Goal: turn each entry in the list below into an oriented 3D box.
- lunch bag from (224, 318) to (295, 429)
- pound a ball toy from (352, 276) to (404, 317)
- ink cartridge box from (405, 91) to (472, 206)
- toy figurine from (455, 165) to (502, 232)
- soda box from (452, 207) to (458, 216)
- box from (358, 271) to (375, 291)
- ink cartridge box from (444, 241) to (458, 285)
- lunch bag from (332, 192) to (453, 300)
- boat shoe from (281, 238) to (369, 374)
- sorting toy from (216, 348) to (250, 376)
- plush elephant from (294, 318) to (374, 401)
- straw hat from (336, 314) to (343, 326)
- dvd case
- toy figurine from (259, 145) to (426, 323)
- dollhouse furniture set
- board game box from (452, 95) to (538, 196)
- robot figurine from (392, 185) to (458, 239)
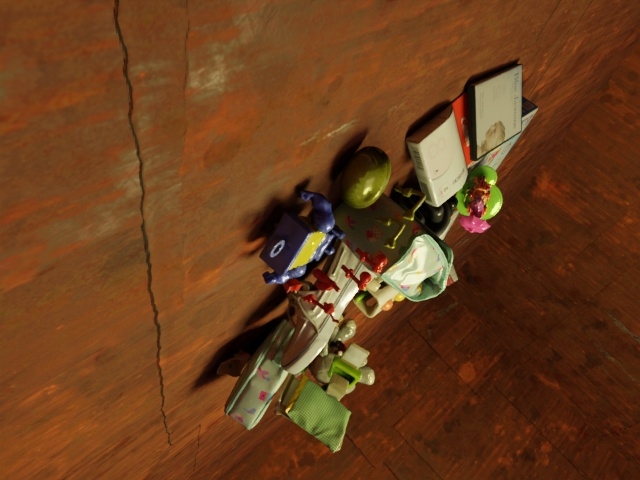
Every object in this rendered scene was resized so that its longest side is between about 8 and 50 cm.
[{"bbox_3d":[-0.143,0.348,1.323,0.224,0.107,0.279,-61,177,27],"label":"lunch bag"},{"bbox_3d":[0.260,0.158,1.794,0.319,0.136,0.208,-30,156,-37],"label":"pound a ball toy"},{"bbox_3d":[0.319,-0.221,1.146,0.232,0.066,0.189,-36,127,-11],"label":"ink cartridge box"},{"bbox_3d":[0.431,-0.095,1.320,0.159,0.130,0.173,-58,156,-54],"label":"toy figurine"},{"bbox_3d":[0.472,-0.075,1.861,0.063,0.058,0.183,-36,160,-22],"label":"soda box"},{"bbox_3d":[0.186,0.053,1.545,0.244,0.060,0.100,-40,160,-13],"label":"box"},{"bbox_3d":[0.449,0.101,1.948,0.127,0.176,0.128,-22,175,33],"label":"ink cartridge box"},{"bbox_3d":[0.174,0.011,1.113,0.160,0.223,0.262,-48,141,8],"label":"lunch bag"},{"bbox_3d":[-0.021,0.142,1.199,0.367,0.156,0.136,-56,-166,-3],"label":"boat shoe"},{"bbox_3d":[-0.239,0.330,1.295,0.075,0.045,0.083,-9,139,-46],"label":"sorting toy"},{"bbox_3d":[0.055,0.454,1.784,0.329,0.272,0.255,-13,177,-15],"label":"plush elephant"},{"bbox_3d":[0.046,0.270,1.703,0.144,0.061,0.144,-38,160,-17],"label":"straw hat"},{"bbox_3d":[0.439,-0.322,1.207,0.253,0.022,0.181,-32,122,-37],"label":"dvd case"},{"bbox_3d":[0.000,0.000,0.905,0.217,0.191,0.363,-5,135,-54],"label":"toy figurine"},{"bbox_3d":[0.023,0.365,1.287,0.151,0.197,0.301,-59,179,21],"label":"dollhouse furniture set"},{"bbox_3d":[0.459,-0.253,1.439,0.308,0.086,0.302,-31,157,-33],"label":"board game box"},{"bbox_3d":[0.267,-0.045,1.357,0.278,0.208,0.174,75,25,-67],"label":"robot figurine"}]
